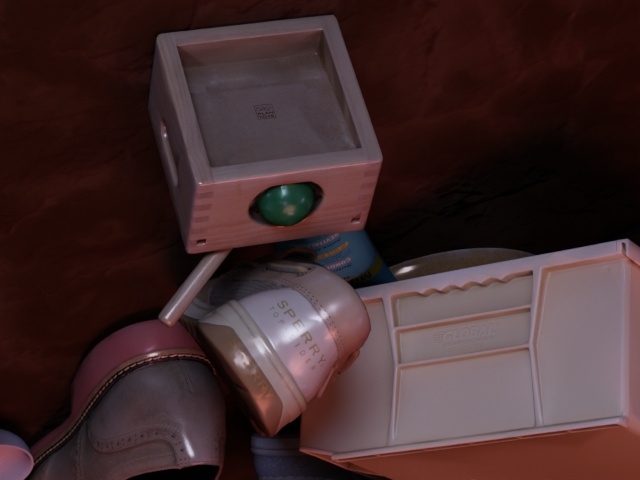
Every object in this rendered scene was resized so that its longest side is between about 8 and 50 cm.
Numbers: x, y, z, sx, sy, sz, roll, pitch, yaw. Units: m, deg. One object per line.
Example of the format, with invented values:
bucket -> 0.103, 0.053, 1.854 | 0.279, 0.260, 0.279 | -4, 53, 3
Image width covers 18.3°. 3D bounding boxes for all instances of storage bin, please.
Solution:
storage bin -> 0.160, 0.115, 1.404 | 0.260, 0.123, 0.262 | -11, 156, 34

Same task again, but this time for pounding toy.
pounding toy -> -0.042, -0.041, 1.163 | 0.130, 0.141, 0.100 | -8, 148, -15

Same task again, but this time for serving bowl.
serving bowl -> -0.258, 0.163, 1.486 | 0.083, 0.027, 0.083 | -12, 149, -8

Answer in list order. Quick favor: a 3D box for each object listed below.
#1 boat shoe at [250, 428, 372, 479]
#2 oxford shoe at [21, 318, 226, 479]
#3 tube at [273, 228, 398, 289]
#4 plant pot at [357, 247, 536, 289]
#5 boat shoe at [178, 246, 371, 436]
boat shoe -> 0.054, 0.220, 1.627 | 0.118, 0.103, 0.320 | -5, 159, 30
oxford shoe -> -0.155, 0.202, 1.499 | 0.123, 0.130, 0.348 | -4, 146, -21
tube -> 0.000, 0.000, 1.347 | 0.080, 0.052, 0.207 | -8, 155, 8
plant pot -> 0.084, 0.085, 1.530 | 0.236, 0.032, 0.236 | -13, 149, -8
boat shoe -> -0.027, 0.058, 1.277 | 0.098, 0.109, 0.302 | -35, -177, -6
